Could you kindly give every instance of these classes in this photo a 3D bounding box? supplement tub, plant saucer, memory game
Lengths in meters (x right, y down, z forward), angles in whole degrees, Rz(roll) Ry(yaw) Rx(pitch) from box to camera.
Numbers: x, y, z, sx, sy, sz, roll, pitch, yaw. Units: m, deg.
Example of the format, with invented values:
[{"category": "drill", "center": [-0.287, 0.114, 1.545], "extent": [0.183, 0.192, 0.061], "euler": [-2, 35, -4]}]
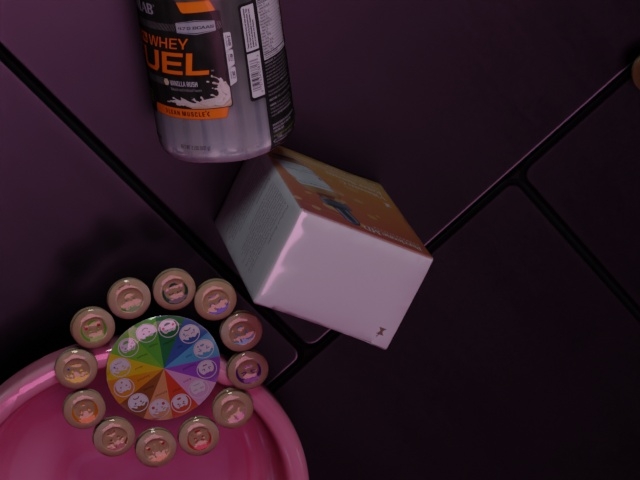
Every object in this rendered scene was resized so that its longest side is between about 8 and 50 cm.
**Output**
[{"category": "supplement tub", "center": [-0.088, -0.168, 1.579], "extent": [0.117, 0.117, 0.190], "euler": [-12, 115, -10]}, {"category": "plant saucer", "center": [-0.178, 0.227, 1.747], "extent": [0.332, 0.084, 0.332], "euler": [-6, 115, -12]}, {"category": "memory game", "center": [-0.134, 0.110, 1.654], "extent": [0.186, 0.012, 0.186], "euler": [-6, 113, -13]}]

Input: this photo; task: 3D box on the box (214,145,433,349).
[{"category": "box", "center": [0.000, 0.000, 1.646], "extent": [0.130, 0.170, 0.091], "euler": [21, 106, -23]}]

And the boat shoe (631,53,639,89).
[{"category": "boat shoe", "center": [0.350, -0.159, 1.747], "extent": [0.153, 0.048, 0.056], "euler": [-6, 127, -5]}]
